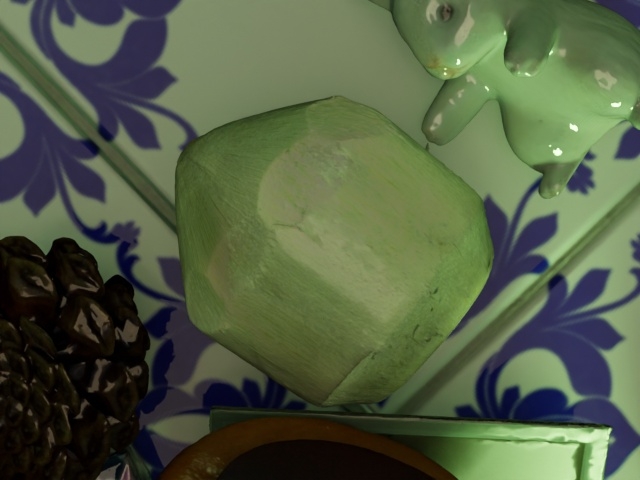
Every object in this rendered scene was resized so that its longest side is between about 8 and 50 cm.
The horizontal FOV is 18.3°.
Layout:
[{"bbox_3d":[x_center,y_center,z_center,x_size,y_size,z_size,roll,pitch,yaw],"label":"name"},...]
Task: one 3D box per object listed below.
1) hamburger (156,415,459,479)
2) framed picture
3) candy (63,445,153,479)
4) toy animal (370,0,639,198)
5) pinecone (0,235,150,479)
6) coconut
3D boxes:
[{"bbox_3d":[-0.007,0.299,1.356,0.330,0.330,0.250,23,118,0],"label":"hamburger"},{"bbox_3d":[0.062,0.216,1.499,0.293,0.018,0.231,3,125,1],"label":"framed picture"},{"bbox_3d":[-0.158,0.243,1.529,0.092,0.073,0.160,-21,93,-4],"label":"candy"},{"bbox_3d":[0.114,-0.148,1.445,0.282,0.140,0.138,25,55,-20],"label":"toy animal"},{"bbox_3d":[-0.213,0.085,1.462,0.207,0.208,0.208,0,94,1],"label":"pinecone"},{"bbox_3d":[0.000,0.000,1.444,0.224,0.224,0.234,-45,90,3],"label":"coconut"}]
